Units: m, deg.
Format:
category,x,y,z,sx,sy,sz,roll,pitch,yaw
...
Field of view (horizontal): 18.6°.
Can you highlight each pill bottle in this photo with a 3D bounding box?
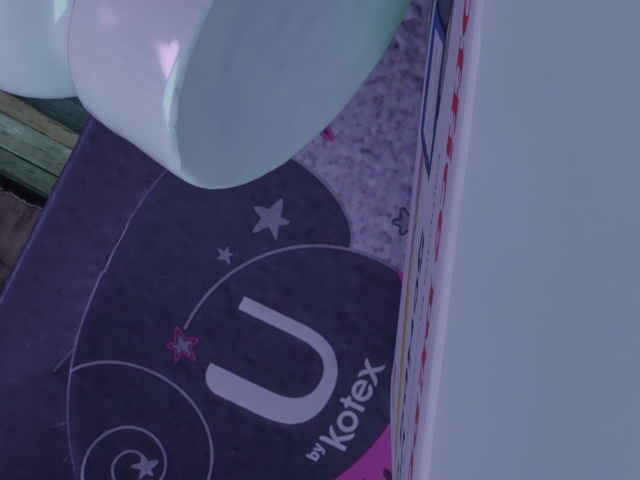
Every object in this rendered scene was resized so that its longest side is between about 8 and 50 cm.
category,x,y,z,sx,sy,sz,roll,pitch,yaw
pill bottle,-0.086,-0.113,0.520,0.221,0.121,0.121,36,176,22

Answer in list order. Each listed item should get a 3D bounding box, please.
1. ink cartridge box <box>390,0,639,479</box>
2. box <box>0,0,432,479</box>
category,x,y,z,sx,sy,sz,roll,pitch,yaw
ink cartridge box,0.067,-0.007,0.450,0.093,0.154,0.212,5,-167,-1
box,0.000,0.000,0.648,0.163,0.247,0.142,26,173,0
